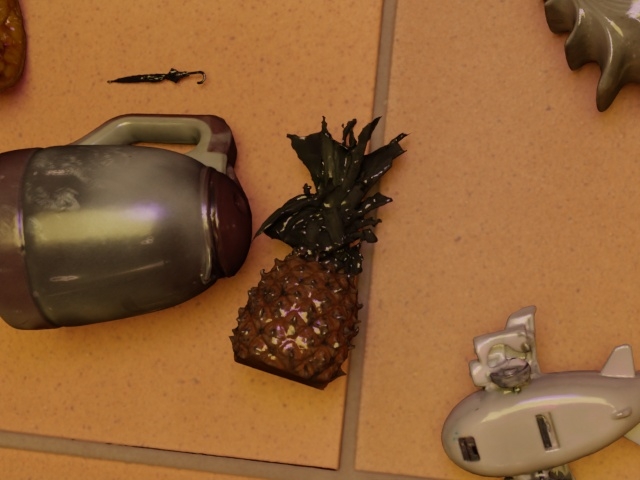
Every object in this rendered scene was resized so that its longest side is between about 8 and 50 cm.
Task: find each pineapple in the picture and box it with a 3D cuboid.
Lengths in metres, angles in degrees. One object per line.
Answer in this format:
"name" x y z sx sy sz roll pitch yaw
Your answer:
"pineapple" -0.002 0.001 1.350 0.166 0.165 0.364 12 76 12

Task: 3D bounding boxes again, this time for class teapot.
"teapot" -0.241 -0.044 1.370 0.312 0.233 0.315 -5 52 5

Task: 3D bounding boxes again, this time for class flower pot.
"flower pot" 0.456 -0.329 1.291 0.368 0.164 0.254 -24 73 10

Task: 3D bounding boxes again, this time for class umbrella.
"umbrella" -0.228 -0.228 1.476 0.149 0.022 0.022 3 87 15

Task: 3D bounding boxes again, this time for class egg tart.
"egg tart" -0.515 -0.288 1.452 0.147 0.202 0.202 -8 81 18

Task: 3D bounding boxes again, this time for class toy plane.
"toy plane" 0.274 0.209 1.273 0.267 0.122 0.266 1 99 5
